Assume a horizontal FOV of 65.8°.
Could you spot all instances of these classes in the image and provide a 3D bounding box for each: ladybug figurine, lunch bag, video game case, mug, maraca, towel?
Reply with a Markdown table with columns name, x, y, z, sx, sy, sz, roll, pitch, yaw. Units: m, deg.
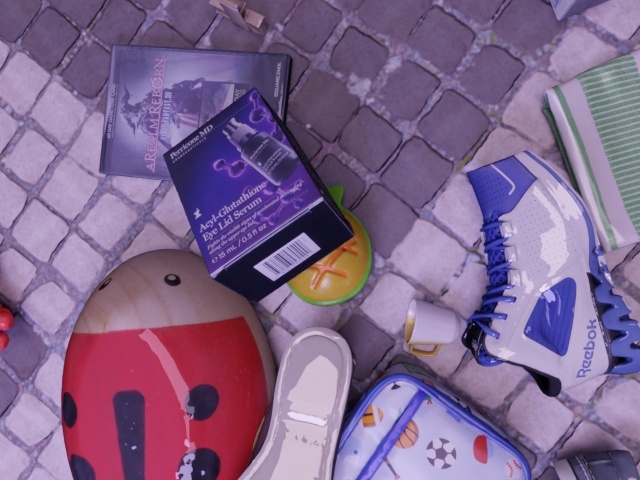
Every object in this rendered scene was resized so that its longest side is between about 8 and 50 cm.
| name | x | y | z | sx | sy | sz | roll | pitch | yaw |
| --- | --- | --- | --- | --- | --- | --- | --- | --- | --- |
| ladybug figurine | -0.212 | 0.237 | 0.665 | 0.304 | 0.162 | 0.450 | -9 | 89 | 8 |
| lunch bag | 0.100 | 0.331 | 0.649 | 0.243 | 0.115 | 0.303 | 34 | 94 | 9 |
| video game case | -0.186 | -0.182 | 0.729 | 0.274 | 0.026 | 0.196 | 6 | 91 | 7 |
| mug | 0.151 | 0.117 | 0.674 | 0.064 | 0.078 | 0.062 | 10 | 59 | -1 |
| maraca | 0.000 | 0.000 | 0.670 | 0.127 | 0.099 | 0.186 | -19 | 64 | 4 |
| towel | 0.479 | -0.144 | 0.630 | 0.324 | 0.038 | 0.248 | -21 | 87 | 8 |

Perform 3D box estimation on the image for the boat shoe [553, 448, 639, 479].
| name | x | y | z | sx | sy | sz | roll | pitch | yaw |
| --- | --- | --- | --- | --- | --- | --- | --- | --- | --- |
| boat shoe | 0.409 | 0.411 | 0.605 | 0.099 | 0.116 | 0.320 | -29 | 81 | 11 |

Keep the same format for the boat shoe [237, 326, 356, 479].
| name | x | y | z | sx | sy | sz | roll | pitch | yaw |
| --- | --- | --- | --- | --- | --- | --- | --- | --- | --- |
| boat shoe | -0.034 | 0.268 | 0.604 | 0.116 | 0.097 | 0.325 | 14 | 78 | 9 |

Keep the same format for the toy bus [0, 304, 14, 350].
| name | x | y | z | sx | sy | sz | roll | pitch | yaw |
| --- | --- | --- | --- | --- | --- | --- | --- | --- | --- |
| toy bus | -0.558 | 0.084 | 0.731 | 0.211 | 0.149 | 0.221 | 9 | 89 | -5 |

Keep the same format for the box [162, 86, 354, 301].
| name | x | y | z | sx | sy | sz | roll | pitch | yaw |
| --- | --- | --- | --- | --- | --- | --- | --- | --- | --- |
| box | -0.080 | -0.057 | 0.609 | 0.153 | 0.108 | 0.207 | -35 | 59 | 7 |

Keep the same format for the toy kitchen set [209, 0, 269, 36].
| name | x | y | z | sx | sy | sz | roll | pitch | yaw |
| --- | --- | --- | --- | --- | --- | --- | --- | --- | --- |
| toy kitchen set | -0.107 | -0.348 | 0.694 | 0.083 | 0.068 | 0.075 | 29 | 94 | 6 |

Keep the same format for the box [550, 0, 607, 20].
| name | x | y | z | sx | sy | sz | roll | pitch | yaw |
| --- | --- | --- | --- | --- | --- | --- | --- | --- | --- |
| box | 0.329 | -0.408 | 0.615 | 0.114 | 0.103 | 0.203 | -20 | 88 | 7 |

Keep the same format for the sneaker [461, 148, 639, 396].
| name | x | y | z | sx | sy | sz | roll | pitch | yaw |
| --- | --- | --- | --- | --- | --- | --- | --- | --- | --- |
| sneaker | 0.245 | 0.059 | 0.606 | 0.182 | 0.127 | 0.316 | -28 | 88 | -4 |
